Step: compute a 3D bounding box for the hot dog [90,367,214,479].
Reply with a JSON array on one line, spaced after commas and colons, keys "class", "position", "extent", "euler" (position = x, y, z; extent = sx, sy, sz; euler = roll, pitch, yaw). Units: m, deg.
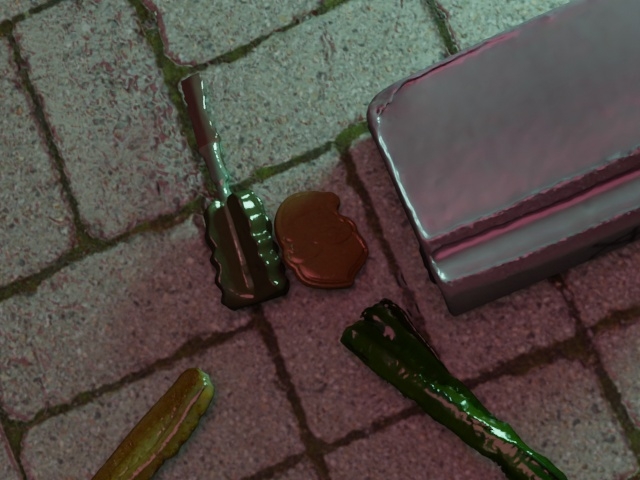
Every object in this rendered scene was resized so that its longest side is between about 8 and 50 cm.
[{"class": "hot dog", "position": [-0.193, 0.240, 1.709], "extent": [0.216, 0.047, 0.066], "euler": [-51, 36, -7]}]

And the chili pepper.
[{"class": "chili pepper", "position": [0.163, 0.210, 1.646], "extent": [0.085, 0.076, 0.359], "euler": [-33, 70, -27]}]

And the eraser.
[{"class": "eraser", "position": [0.256, -0.108, 1.688], "extent": [0.359, 0.122, 0.272], "euler": [-22, 72, 3]}]

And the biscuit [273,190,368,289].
[{"class": "biscuit", "position": [0.000, 0.000, 1.736], "extent": [0.102, 0.019, 0.130], "euler": [-17, 68, -20]}]

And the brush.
[{"class": "brush", "position": [-0.115, -0.065, 1.768], "extent": [0.084, 0.071, 0.301], "euler": [-20, 72, 8]}]
